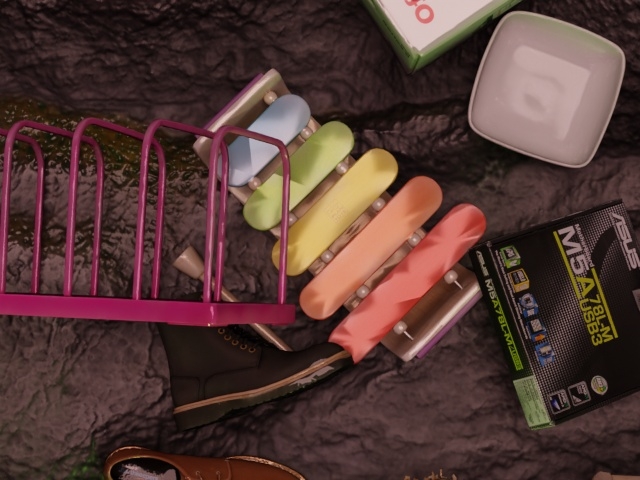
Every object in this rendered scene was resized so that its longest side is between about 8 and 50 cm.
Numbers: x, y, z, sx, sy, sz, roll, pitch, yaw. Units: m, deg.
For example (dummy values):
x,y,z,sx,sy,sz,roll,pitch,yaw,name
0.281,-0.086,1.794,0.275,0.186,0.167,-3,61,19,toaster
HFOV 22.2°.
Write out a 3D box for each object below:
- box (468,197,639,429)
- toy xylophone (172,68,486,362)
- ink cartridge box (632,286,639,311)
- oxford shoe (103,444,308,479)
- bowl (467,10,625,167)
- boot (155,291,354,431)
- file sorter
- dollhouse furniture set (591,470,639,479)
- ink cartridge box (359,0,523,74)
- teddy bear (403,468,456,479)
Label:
x,y,z,sx,sy,sz,roll,pitch,yaw,name
0.254,0.071,1.611,0.184,0.045,0.190,-16,85,-30,box
0.000,0.000,1.630,0.323,0.081,0.236,37,86,2,toy xylophone
0.372,0.059,1.637,0.115,0.029,0.062,-20,88,-29,ink cartridge box
-0.112,0.247,1.613,0.212,0.076,0.076,7,84,-3,oxford shoe
0.226,-0.152,1.661,0.142,0.053,0.142,20,86,0,bowl
-0.076,0.097,1.600,0.198,0.077,0.137,-20,81,20,boot
-0.189,-0.017,1.519,0.291,0.202,0.182,2,88,19,file sorter
0.372,0.427,1.482,0.257,0.362,0.394,2,58,-2,dollhouse furniture set
0.152,-0.334,1.638,0.289,0.121,0.211,-33,87,-3,ink cartridge box
0.030,0.355,1.548,0.338,0.245,0.113,-44,132,-2,teddy bear
